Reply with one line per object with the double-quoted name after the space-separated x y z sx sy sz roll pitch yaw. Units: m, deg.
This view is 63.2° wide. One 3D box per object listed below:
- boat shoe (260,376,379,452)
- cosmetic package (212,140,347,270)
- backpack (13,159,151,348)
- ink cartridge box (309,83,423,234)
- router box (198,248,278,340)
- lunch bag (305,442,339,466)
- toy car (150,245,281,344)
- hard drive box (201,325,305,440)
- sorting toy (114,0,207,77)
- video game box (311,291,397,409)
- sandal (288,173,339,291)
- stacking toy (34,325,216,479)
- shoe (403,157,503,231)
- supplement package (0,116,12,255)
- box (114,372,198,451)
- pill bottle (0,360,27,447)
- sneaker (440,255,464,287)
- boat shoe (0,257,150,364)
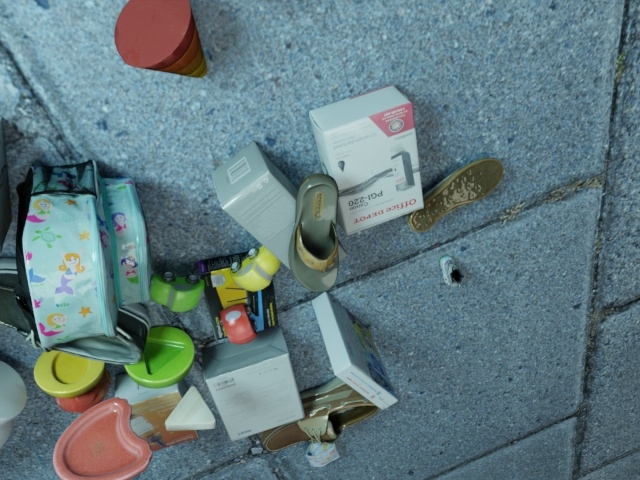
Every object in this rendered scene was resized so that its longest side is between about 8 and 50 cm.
-0.001 0.436 1.274 0.324 0.116 0.123 -31 129 4 "boat shoe"
-0.067 -0.043 0.902 0.107 0.127 0.238 -36 126 5 "cosmetic package"
-0.350 0.024 0.765 0.191 0.253 0.225 -2 124 -18 "backpack"
0.085 -0.136 0.911 0.159 0.092 0.217 -20 130 -5 "ink cartridge box"
-0.158 0.108 1.026 0.133 0.046 0.178 -12 127 -11 "router box"
0.002 0.575 1.417 0.083 0.053 0.071 -28 132 -11 "lunch bag"
-0.198 0.106 0.948 0.225 0.053 0.239 8 121 -22 "toy car"
-0.145 0.323 1.158 0.181 0.089 0.232 -15 127 -9 "hard drive box"
-0.104 -0.344 0.709 0.366 0.127 0.126 -40 157 7 "sorting toy"
0.070 0.230 1.098 0.048 0.205 0.187 -38 127 13 "video game box"
0.000 0.000 0.839 0.090 0.060 0.219 -5 123 -19 "sandal"
-0.355 0.315 0.968 0.280 0.309 0.130 -14 136 -23 "stacking toy"
0.259 -0.096 1.031 0.219 0.058 0.076 -32 109 -1 "shoe"
-0.507 -0.077 0.731 0.105 0.105 0.179 2 124 -21 "supplement package"
-0.346 0.356 1.108 0.130 0.091 0.170 -15 128 -9 "box"
-0.689 0.350 0.922 0.323 0.181 0.181 -37 128 9 "pill bottle"
0.301 0.086 1.162 0.038 0.069 0.098 -31 129 4 "sneaker"
-0.450 0.127 0.888 0.335 0.119 0.121 21 115 -29 "boat shoe"
